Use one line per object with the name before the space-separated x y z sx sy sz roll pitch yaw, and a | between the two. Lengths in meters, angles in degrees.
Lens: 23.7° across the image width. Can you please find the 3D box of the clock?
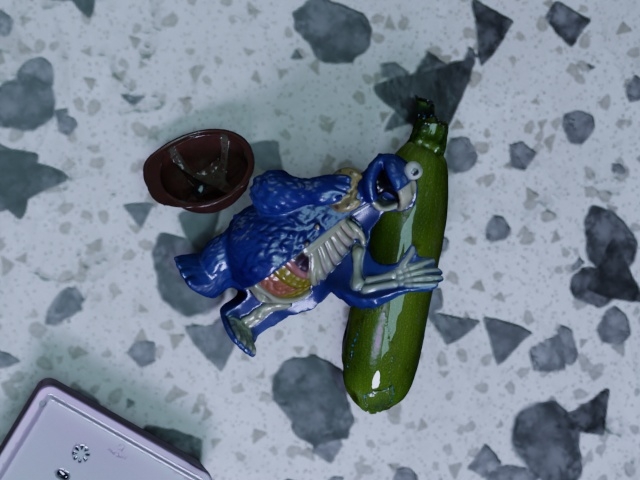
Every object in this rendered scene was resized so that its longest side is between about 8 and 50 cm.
clock | -0.228 0.247 1.516 0.197 0.063 0.150 31 88 -12

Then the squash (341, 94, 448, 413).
squash | 0.082 0.016 1.555 0.087 0.087 0.331 12 90 -12

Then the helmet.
helmet | -0.116 -0.059 1.521 0.111 0.057 0.089 -14 62 0

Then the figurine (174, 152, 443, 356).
figurine | -0.009 -0.003 1.501 0.262 0.120 0.164 -22 105 13
